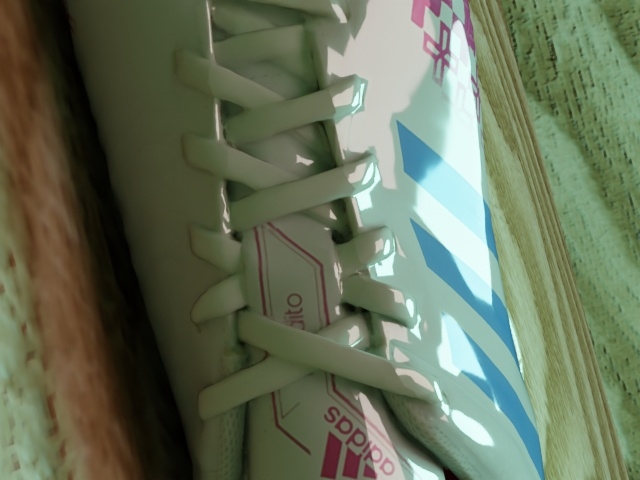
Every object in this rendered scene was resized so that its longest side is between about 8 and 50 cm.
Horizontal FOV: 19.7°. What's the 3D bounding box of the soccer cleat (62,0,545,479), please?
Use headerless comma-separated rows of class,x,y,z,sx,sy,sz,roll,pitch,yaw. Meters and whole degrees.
soccer cleat,0.000,0.000,0.535,0.143,0.116,0.331,-76,149,-68

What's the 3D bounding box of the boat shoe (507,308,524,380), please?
boat shoe,0.048,0.028,0.884,0.170,0.063,0.059,60,19,-21
